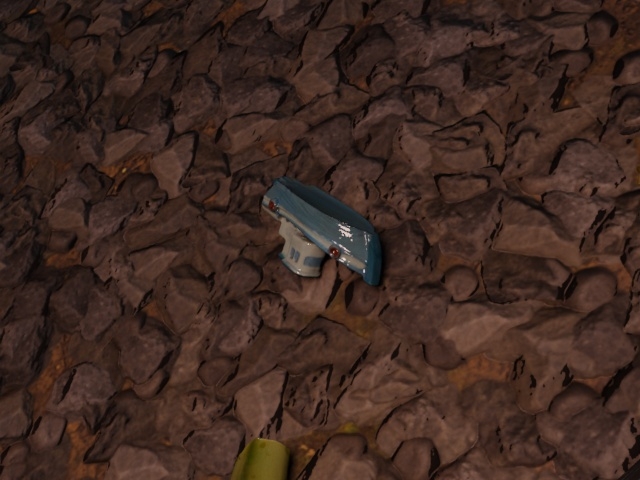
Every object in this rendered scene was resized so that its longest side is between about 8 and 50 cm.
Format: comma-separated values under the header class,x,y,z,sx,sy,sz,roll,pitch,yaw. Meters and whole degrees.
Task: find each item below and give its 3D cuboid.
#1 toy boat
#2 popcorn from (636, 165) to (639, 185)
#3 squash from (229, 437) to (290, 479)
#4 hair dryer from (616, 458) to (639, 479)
class,x,y,z,sx,sy,sz,roll,pitch,yaw
toy boat,0.000,0.000,1.356,0.215,0.088,0.102,34,112,39
popcorn,0.479,0.024,0.969,0.290,0.326,0.321,-22,94,8
squash,-0.070,0.342,1.148,0.083,0.083,0.250,-15,49,18
hair dryer,0.308,0.255,1.026,0.219,0.071,0.124,-40,50,-14
